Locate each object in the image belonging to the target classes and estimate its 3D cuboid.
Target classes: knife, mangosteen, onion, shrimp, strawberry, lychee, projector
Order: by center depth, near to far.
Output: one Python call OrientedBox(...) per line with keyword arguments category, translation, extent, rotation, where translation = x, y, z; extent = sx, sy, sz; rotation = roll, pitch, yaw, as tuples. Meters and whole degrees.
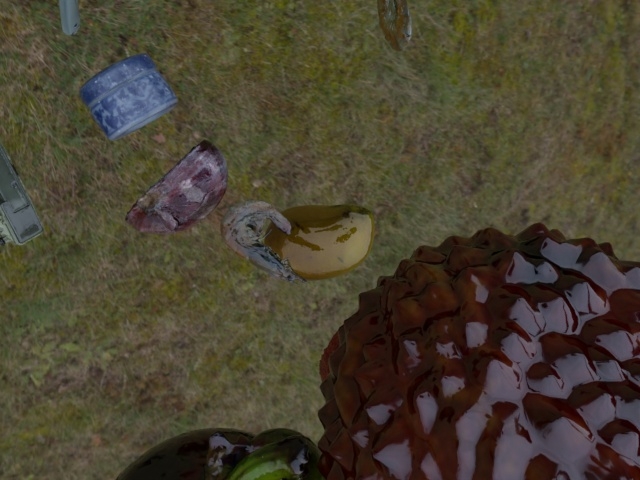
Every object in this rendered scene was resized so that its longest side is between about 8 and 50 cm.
OrientedBox(category="lychee", translation=(0.224, 0.218, 0.610), extent=(0.425, 0.424, 0.500), rotation=(-42, 96, -7))
OrientedBox(category="mangosteen", translation=(-0.117, 0.350, 0.736), extent=(0.306, 0.306, 0.359), rotation=(-11, 138, -25))
OrientedBox(category="shrimp", translation=(0.120, -0.407, 1.055), extent=(0.042, 0.101, 0.190), rotation=(-12, 94, -15))
OrientedBox(category="knife", translation=(-0.410, -0.397, 1.056), extent=(0.023, 0.162, 0.044), rotation=(31, 67, -8))
OrientedBox(category="onion", translation=(-0.221, -0.078, 1.064), extent=(0.206, 0.151, 0.098), rotation=(-34, 105, 35))
OrientedBox(category="strawberry", translation=(0.059, 0.228, 1.144), extent=(0.131, 0.131, 0.148), rotation=(-16, 146, -22))
OrientedBox(category="projector", translation=(-0.644, -0.123, 1.204), extent=(0.088, 0.194, 0.269), rotation=(-39, 125, -36))
OrientedBox(category="shrimp", translation=(-0.120, 0.006, 1.520), extent=(0.251, 0.052, 0.143), rotation=(40, 88, -10))

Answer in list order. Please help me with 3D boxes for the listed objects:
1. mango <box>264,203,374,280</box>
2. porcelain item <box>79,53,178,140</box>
OrientedBox(category="mango", translation=(0.000, 0.000, 1.676), extent=(0.211, 0.317, 0.173), rotation=(67, 31, -18))
OrientedBox(category="porcelain item", translation=(-0.347, -0.261, 1.160), extent=(0.147, 0.147, 0.114), rotation=(-33, 102, -13))
